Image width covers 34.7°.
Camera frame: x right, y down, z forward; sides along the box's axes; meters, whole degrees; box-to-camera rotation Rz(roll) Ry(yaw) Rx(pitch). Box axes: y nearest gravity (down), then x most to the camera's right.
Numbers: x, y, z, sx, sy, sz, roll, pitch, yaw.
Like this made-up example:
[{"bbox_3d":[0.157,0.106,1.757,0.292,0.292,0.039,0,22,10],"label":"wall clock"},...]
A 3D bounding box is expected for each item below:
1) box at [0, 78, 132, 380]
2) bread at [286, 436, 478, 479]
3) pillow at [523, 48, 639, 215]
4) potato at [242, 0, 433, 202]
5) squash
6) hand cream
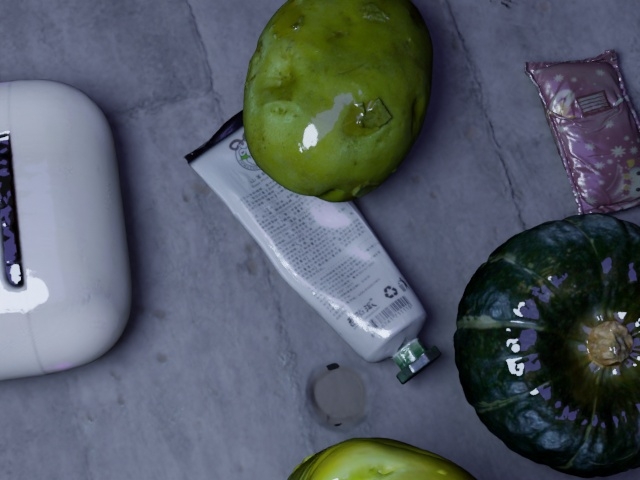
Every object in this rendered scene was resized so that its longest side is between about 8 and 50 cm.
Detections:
[{"bbox_3d":[-0.363,-0.003,0.978,0.349,0.141,0.289,-8,78,-6],"label":"box"},{"bbox_3d":[0.055,0.286,0.826,0.208,0.376,0.251,3,77,-1],"label":"bread"},{"bbox_3d":[0.296,-0.116,1.103,0.118,0.043,0.185,-15,83,-13],"label":"pillow"},{"bbox_3d":[0.018,-0.152,1.029,0.186,0.148,0.253,24,63,18],"label":"potato"},{"bbox_3d":[0.253,0.101,0.990,0.252,0.165,0.252,1,76,-6],"label":"squash"},{"bbox_3d":[0.000,0.000,1.052,0.121,0.076,0.336,-35,77,-15],"label":"hand cream"}]
